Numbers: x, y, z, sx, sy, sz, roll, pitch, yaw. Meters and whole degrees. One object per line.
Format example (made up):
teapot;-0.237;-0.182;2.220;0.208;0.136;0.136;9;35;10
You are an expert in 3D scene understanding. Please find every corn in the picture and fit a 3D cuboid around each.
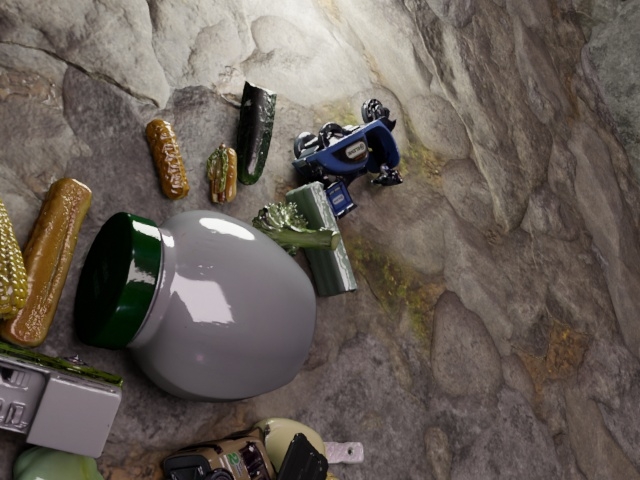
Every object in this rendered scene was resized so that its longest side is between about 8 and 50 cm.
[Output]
corn;-0.486;-0.008;1.020;0.101;0.101;0.311;-4;62;-42

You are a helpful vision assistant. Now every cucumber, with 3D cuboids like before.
cucumber;-0.134;-0.217;1.465;0.074;0.074;0.242;22;61;-34

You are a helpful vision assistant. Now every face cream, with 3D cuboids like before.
face cream;-0.191;0.101;1.176;0.356;0.219;0.313;20;61;-34

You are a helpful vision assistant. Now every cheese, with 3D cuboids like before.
cheese;-0.015;0.395;1.326;0.255;0.050;0.127;14;63;-37

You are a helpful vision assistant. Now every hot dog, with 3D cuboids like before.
hot dog;-0.191;-0.129;1.389;0.041;0.056;0.133;44;41;-61
hot dog;-0.422;0.030;1.110;0.087;0.061;0.286;32;55;-28

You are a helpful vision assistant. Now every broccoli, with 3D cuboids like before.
broccoli;-0.042;-0.007;1.372;0.122;0.204;0.118;-24;113;-38

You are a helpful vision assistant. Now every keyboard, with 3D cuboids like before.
keyboard;-0.051;0.434;1.125;0.106;0.016;0.262;51;40;-26

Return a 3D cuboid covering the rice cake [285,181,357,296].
rice cake;0.000;0.000;1.458;0.043;0.127;0.237;-17;90;-31

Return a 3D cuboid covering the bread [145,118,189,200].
bread;-0.281;-0.149;1.323;0.052;0.044;0.157;-11;80;-40

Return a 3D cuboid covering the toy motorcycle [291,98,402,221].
toy motorcycle;0.078;-0.180;1.609;0.358;0.125;0.213;-35;105;-42

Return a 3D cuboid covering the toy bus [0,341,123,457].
toy bus;-0.417;0.197;0.955;0.301;0.139;0.113;20;86;-20

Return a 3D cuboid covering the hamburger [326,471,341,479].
hamburger;-0.008;0.474;1.253;0.147;0.083;0.138;7;96;-43

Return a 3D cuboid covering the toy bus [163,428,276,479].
toy bus;-0.128;0.449;1.143;0.157;0.139;0.290;-20;88;-50

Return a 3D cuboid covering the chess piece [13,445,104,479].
chess piece;-0.334;0.418;0.984;0.175;0.176;0.298;-30;81;-44
